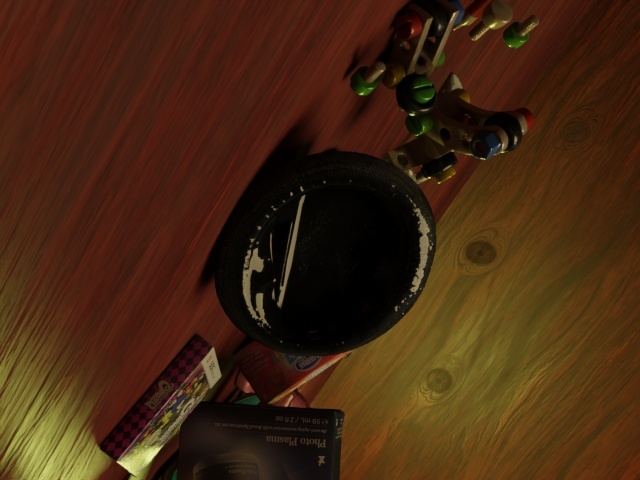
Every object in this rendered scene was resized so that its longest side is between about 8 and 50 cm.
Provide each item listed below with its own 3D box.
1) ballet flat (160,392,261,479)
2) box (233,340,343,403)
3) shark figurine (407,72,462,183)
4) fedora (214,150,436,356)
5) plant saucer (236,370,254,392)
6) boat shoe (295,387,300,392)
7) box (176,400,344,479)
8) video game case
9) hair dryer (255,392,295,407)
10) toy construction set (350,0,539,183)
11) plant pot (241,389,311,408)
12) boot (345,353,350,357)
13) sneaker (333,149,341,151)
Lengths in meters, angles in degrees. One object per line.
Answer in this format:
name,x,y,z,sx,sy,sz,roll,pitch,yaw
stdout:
ballet flat,-0.244,0.469,2.089,0.124,0.116,0.342,-34,-172,49
box,-0.036,0.218,1.893,0.256,0.123,0.128,-33,169,-1
shark figurine,0.228,-0.201,1.965,0.278,0.116,0.166,-59,138,-12
fedora,0.000,0.000,1.320,0.334,0.334,0.152,-57,-157,23
plant saucer,-0.060,0.226,2.126,0.332,0.084,0.332,-51,170,-12
boat shoe,-0.101,0.423,2.578,0.114,0.091,0.303,-45,167,-40
box,-0.113,0.461,1.753,0.183,0.296,0.294,58,34,-79
video game case,-0.256,0.278,1.524,0.232,0.041,0.210,-50,168,-18
hair dryer,-0.134,0.427,2.027,0.223,0.080,0.294,-30,153,-51
toy construction set,0.180,-0.234,1.405,0.309,0.257,0.237,-59,-169,-29
plant pot,-0.120,0.431,2.276,0.201,0.201,0.180,-49,155,-22
boot,0.092,0.196,2.574,0.260,0.131,0.348,-52,170,-7
sneaker,0.068,-0.061,1.513,0.102,0.161,0.282,-53,169,10
